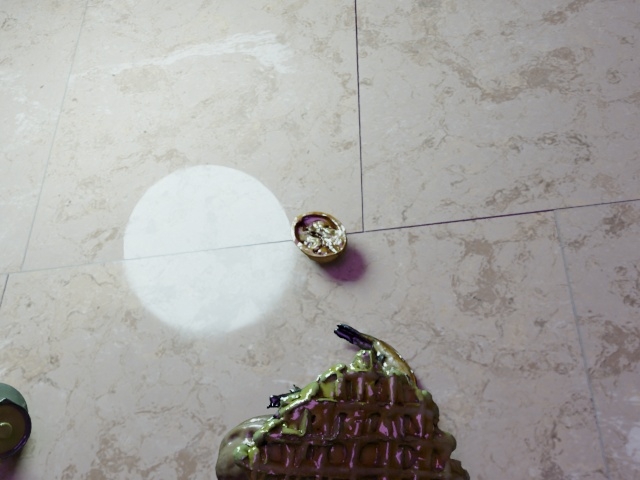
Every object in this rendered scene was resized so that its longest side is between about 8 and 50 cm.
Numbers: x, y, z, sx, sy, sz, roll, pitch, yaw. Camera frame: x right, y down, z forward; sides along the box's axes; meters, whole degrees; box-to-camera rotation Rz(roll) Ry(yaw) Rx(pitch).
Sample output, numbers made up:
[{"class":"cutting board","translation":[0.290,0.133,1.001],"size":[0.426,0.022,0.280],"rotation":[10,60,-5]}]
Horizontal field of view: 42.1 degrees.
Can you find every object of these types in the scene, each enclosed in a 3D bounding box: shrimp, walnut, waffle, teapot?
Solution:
[{"class":"shrimp","translation":[0.021,0.209,1.336],"size":[0.262,0.051,0.198],"rotation":[-4,35,-21]},{"class":"walnut","translation":[0.000,0.000,1.529],"size":[0.091,0.052,0.121],"rotation":[-38,57,-15]},{"class":"walnut","translation":[-0.079,0.332,1.263],"size":[0.162,0.140,0.140],"rotation":[-22,50,25]},{"class":"waffle","translation":[0.051,0.328,1.185],"size":[0.317,0.073,0.297],"rotation":[-36,93,-13]},{"class":"teapot","translation":[-0.552,0.323,1.394],"size":[0.119,0.130,0.166],"rotation":[6,86,52]}]
